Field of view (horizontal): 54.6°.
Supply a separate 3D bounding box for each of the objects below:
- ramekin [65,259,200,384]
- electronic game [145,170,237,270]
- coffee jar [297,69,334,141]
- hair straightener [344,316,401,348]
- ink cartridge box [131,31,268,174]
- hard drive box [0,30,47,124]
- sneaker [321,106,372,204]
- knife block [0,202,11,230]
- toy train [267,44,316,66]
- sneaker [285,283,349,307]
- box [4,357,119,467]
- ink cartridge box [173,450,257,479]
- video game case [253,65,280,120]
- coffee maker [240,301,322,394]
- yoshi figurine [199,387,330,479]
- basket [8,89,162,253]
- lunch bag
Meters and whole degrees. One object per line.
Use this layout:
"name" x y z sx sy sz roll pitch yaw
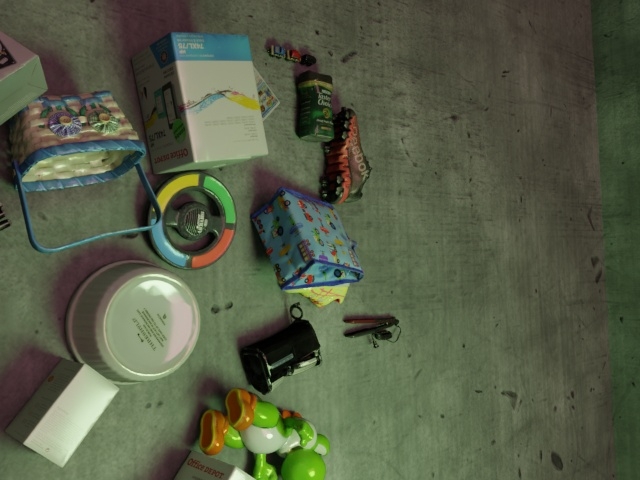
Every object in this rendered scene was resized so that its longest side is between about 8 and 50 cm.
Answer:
"ramekin" -0.376 0.172 1.302 0.273 0.127 0.272 4 84 -41
"electronic game" -0.292 -0.045 1.426 0.229 0.048 0.229 -6 99 -40
"coffee jar" -0.012 -0.365 1.686 0.096 0.079 0.184 1 86 -41
"hair straightener" 0.159 0.271 1.818 0.230 0.047 0.089 3 85 -45
"ink cartridge box" -0.268 -0.298 1.383 0.197 0.198 0.270 -14 95 -41
"hard drive box" -0.629 -0.297 1.065 0.232 0.089 0.181 33 59 8
"sneaker" 0.080 -0.231 1.744 0.135 0.098 0.276 8 84 -40
"knife block" -0.690 0.014 1.068 0.242 0.088 0.275 23 72 -37
"toy train" -0.074 -0.497 1.670 0.158 0.036 0.027 0 87 -41
"sneaker" -0.010 0.138 1.656 0.209 0.081 0.094 3 105 -31
"box" -0.494 0.324 1.187 0.091 0.130 0.170 48 59 -27
"ink cartridge box" -0.266 0.609 1.316 0.117 0.201 0.278 48 58 -26
"video game case" -0.165 -0.378 1.600 0.122 0.011 0.087 52 56 -25
"coffee maker" -0.105 0.272 1.553 0.178 0.120 0.171 -19 76 -41
"yoshi figurine" -0.101 0.498 1.478 0.362 0.204 0.203 34 70 -38
"basket" -0.466 -0.134 1.197 0.255 0.201 0.288 -19 89 -41
"lunch bag" 0.000 0.000 1.603 0.293 0.138 0.221 4 54 -49
